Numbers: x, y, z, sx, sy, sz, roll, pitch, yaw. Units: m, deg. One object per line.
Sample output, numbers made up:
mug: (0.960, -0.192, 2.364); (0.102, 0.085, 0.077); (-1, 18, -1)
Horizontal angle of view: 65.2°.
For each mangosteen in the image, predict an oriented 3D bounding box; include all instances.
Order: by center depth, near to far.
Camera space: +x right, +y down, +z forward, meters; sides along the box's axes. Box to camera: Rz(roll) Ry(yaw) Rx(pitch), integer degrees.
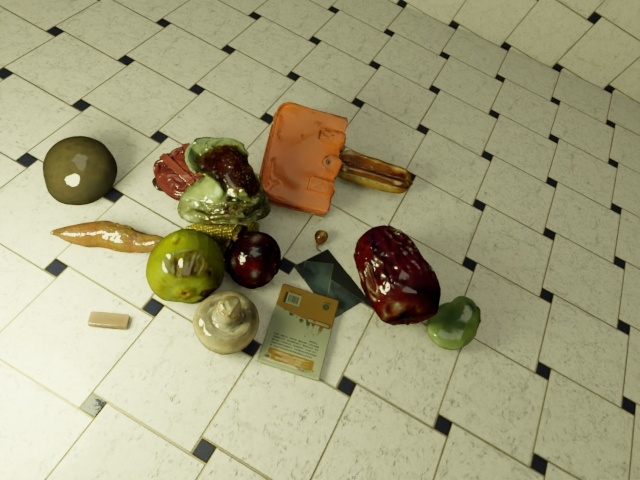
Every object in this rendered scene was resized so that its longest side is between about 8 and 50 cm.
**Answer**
mangosteen: (-0.231, 0.060, 1.671); (0.210, 0.210, 0.209); (7, 55, -11)

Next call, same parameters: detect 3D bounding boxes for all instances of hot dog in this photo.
hot dog: (0.225, -0.272, 2.081); (0.338, 0.100, 0.135); (16, 63, -4)

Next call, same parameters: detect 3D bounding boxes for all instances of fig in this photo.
fig: (-0.429, 0.068, 1.589); (0.240, 0.239, 0.271); (-2, 41, -17)
fig: (0.000, 0.000, 1.869); (0.050, 0.050, 0.083); (14, 73, -6)

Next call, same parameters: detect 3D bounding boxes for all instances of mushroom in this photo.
mushroom: (-0.286, 0.239, 1.529); (0.204, 0.204, 0.204); (7, 55, -11)

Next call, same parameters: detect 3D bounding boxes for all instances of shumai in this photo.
shumai: (-0.313, -0.208, 1.691); (0.292, 0.288, 0.330); (7, 17, 40)

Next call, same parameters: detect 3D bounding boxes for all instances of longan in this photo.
longan: (-0.818, -0.233, 1.691); (0.248, 0.248, 0.248); (7, 55, -11)

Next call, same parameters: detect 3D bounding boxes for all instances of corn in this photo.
corn: (-0.343, -0.028, 1.759); (0.260, 0.091, 0.091); (-3, 26, -17)

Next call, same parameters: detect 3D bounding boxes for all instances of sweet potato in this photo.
sweet potato: (-0.686, -0.014, 1.653); (0.355, 0.095, 0.106); (8, 10, -13)

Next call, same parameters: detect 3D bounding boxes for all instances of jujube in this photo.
jujube: (0.259, 0.125, 1.740); (0.259, 0.258, 0.376); (-12, 49, -23)

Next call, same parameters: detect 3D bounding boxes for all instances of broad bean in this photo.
broad bean: (0.478, 0.295, 1.775); (0.228, 0.100, 0.169); (-25, 58, -15)

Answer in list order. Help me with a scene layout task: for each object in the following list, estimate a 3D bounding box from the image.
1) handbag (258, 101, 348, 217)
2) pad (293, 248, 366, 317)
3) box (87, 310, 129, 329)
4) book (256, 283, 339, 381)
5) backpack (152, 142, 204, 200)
handbag: (-0.065, -0.315, 1.940); (0.304, 0.116, 0.409); (14, 76, -5)
pad: (0.035, 0.151, 1.798); (0.164, 0.004, 0.243); (-27, 68, -29)
box: (-0.646, 0.245, 1.529); (0.115, 0.025, 0.048); (7, 50, -11)
book: (-0.068, 0.297, 1.658); (0.208, 0.020, 0.295); (19, 55, -2)
backpack: (-0.490, -0.236, 1.826); (0.229, 0.138, 0.229); (7, 53, -9)
